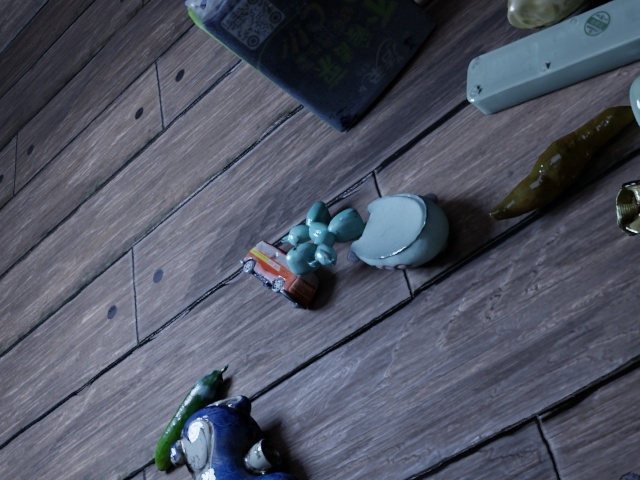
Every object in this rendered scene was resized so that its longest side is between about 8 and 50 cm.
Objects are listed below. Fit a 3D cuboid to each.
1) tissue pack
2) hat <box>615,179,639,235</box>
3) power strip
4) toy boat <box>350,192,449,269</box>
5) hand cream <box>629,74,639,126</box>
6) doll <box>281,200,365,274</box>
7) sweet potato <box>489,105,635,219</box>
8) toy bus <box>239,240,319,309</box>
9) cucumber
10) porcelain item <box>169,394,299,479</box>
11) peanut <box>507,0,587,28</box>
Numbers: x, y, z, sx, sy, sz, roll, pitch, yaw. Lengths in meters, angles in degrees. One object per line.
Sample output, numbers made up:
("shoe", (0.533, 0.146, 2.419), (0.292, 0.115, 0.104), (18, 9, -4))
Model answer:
("tissue pack", (-0.007, -0.404, 1.538), (0.288, 0.394, 0.124), (-47, 44, 13))
("hat", (0.442, -0.044, 1.138), (0.077, 0.059, 0.076), (-12, 75, 47))
("power strip", (0.404, -0.298, 1.318), (0.385, 0.062, 0.091), (-16, 56, 39))
("toy boat", (0.140, -0.009, 1.424), (0.207, 0.079, 0.134), (-2, 58, 56))
("hand cream", (0.560, -0.226, 1.099), (0.305, 0.093, 0.147), (-21, 56, 34))
("doll", (0.000, 0.000, 1.513), (0.158, 0.059, 0.159), (-39, 34, -21))
("sweet potato", (0.364, -0.118, 1.256), (0.274, 0.067, 0.067), (-41, 44, 14))
("toy bus", (-0.071, 0.063, 1.580), (0.077, 0.079, 0.174), (-53, 41, -7))
("cucumber", (-0.251, 0.334, 1.617), (0.250, 0.056, 0.056), (-58, 41, 4))
("porcelain item", (-0.132, 0.388, 1.410), (0.186, 0.138, 0.288), (-34, 47, 12))
("peanut", (0.421, -0.455, 1.320), (0.325, 0.153, 0.140), (-40, 75, 18))
